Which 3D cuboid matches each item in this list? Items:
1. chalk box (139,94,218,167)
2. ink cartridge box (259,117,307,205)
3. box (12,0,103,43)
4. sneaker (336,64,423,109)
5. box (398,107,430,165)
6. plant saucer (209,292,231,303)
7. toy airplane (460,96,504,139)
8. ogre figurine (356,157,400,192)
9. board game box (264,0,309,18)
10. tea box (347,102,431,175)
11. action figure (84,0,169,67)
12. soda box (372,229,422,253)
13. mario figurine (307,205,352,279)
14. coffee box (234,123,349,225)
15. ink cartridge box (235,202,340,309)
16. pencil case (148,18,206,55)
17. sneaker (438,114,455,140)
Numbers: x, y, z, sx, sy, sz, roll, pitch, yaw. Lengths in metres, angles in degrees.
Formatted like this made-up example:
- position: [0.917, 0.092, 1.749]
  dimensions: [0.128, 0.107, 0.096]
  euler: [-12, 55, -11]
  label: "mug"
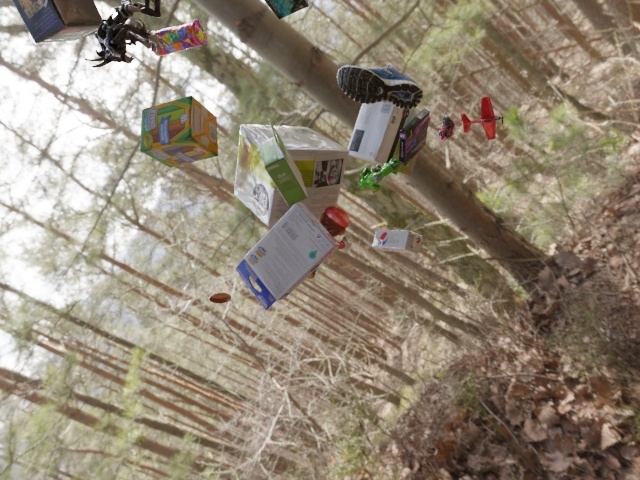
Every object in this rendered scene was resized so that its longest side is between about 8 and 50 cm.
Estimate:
- position: [-0.563, -0.401, 1.613]
  dimensions: [0.289, 0.179, 0.180]
  euler: [-10, 76, 16]
  label: "chalk box"
- position: [-0.109, -0.203, 1.121]
  dimensions: [0.062, 0.209, 0.109]
  euler: [-23, 48, 7]
  label: "ink cartridge box"
- position: [-0.794, -0.739, 1.230]
  dimensions: [0.143, 0.270, 0.165]
  euler: [-10, 24, 23]
  label: "box"
- position: [0.221, -0.596, 1.617]
  dimensions: [0.147, 0.330, 0.129]
  euler: [-88, 14, -48]
  label: "sneaker"
- position: [0.301, -0.329, 1.364]
  dimensions: [0.116, 0.029, 0.162]
  euler: [-45, -23, -14]
  label: "box"
- position: [-0.386, 0.220, 1.629]
  dimensions: [0.083, 0.084, 0.013]
  euler: [-37, 49, 38]
  label: "plant saucer"
- position: [0.532, -0.401, 1.409]
  dimensions: [0.028, 0.151, 0.151]
  euler: [-44, 11, -36]
  label: "toy airplane"
- position: [0.210, -0.246, 1.616]
  dimensions: [0.118, 0.096, 0.197]
  euler: [-40, 29, -26]
  label: "ogre figurine"
- position: [-0.132, -0.857, 1.479]
  dimensions: [0.126, 0.026, 0.186]
  euler: [-13, -8, 20]
  label: "board game box"
- position: [0.357, -0.547, 2.204]
  dimensions: [0.220, 0.324, 0.328]
  euler: [27, 103, 43]
  label: "tea box"
- position: [-0.447, -0.518, 1.034]
  dimensions: [0.275, 0.141, 0.164]
  euler: [-52, 51, 8]
  label: "action figure"
- position: [0.290, 0.003, 1.624]
  dimensions: [0.216, 0.069, 0.073]
  euler: [3, 76, 64]
  label: "soda box"
- position: [0.000, 0.000, 1.705]
  dimensions: [0.170, 0.198, 0.320]
  euler: [18, 62, 41]
  label: "mario figurine"
- position: [-0.138, -0.288, 1.830]
  dimensions: [0.338, 0.338, 0.334]
  euler: [41, 128, 43]
  label: "coffee box"
- position: [-0.110, 0.052, 1.334]
  dimensions: [0.311, 0.185, 0.065]
  euler: [-44, -15, 14]
  label: "ink cartridge box"
- position: [-0.578, -0.816, 1.705]
  dimensions: [0.237, 0.104, 0.104]
  euler: [-3, 42, 17]
  label: "pencil case"
- position: [0.447, -0.398, 1.515]
  dimensions: [0.057, 0.119, 0.047]
  euler: [-38, 61, 0]
  label: "sneaker"
